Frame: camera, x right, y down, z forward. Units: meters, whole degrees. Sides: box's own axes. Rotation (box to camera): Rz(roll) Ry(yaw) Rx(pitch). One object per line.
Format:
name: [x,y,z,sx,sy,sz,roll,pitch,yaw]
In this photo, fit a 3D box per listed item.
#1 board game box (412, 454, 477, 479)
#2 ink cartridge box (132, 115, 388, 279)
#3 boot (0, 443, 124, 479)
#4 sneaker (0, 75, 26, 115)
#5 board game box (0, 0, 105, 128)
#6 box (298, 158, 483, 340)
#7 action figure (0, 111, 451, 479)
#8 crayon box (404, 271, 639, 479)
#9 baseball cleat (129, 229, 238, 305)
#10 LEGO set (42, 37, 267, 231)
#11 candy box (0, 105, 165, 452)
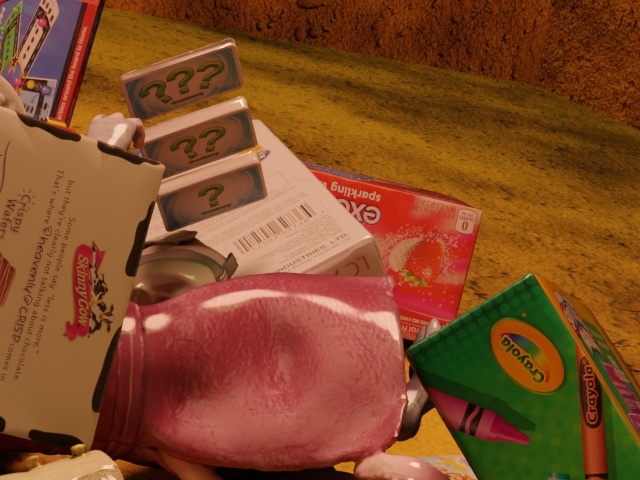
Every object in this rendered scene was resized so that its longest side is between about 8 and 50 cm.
board game box: [0.109,0.183,1.225,0.103,0.026,0.154,4,16,-42]
ink cartridge box: [-0.086,0.001,1.452,0.186,0.065,0.311,-28,32,-8]
boot: [-0.184,0.129,0.885,0.165,0.077,0.213,-15,41,-33]
sneaker: [-0.339,-0.026,0.978,0.366,0.135,0.150,-9,9,-41]
board game box: [-0.275,-0.120,1.548,0.145,0.281,0.027,15,-4,4]
box: [0.000,0.000,1.649,0.257,0.128,0.122,14,5,-4]
action figure: [-0.130,0.095,1.117,0.370,0.248,0.275,5,49,-19]
crayon box: [0.146,0.117,1.053,0.165,0.081,0.278,60,9,13]
baseball cleat: [-0.155,0.041,1.327,0.206,0.072,0.109,-4,21,22]
LEGO set: [-0.154,-0.027,1.230,0.244,0.182,0.060,-18,60,-6]
candy box: [-0.207,0.003,0.936,0.233,0.159,0.071,20,-8,-34]
